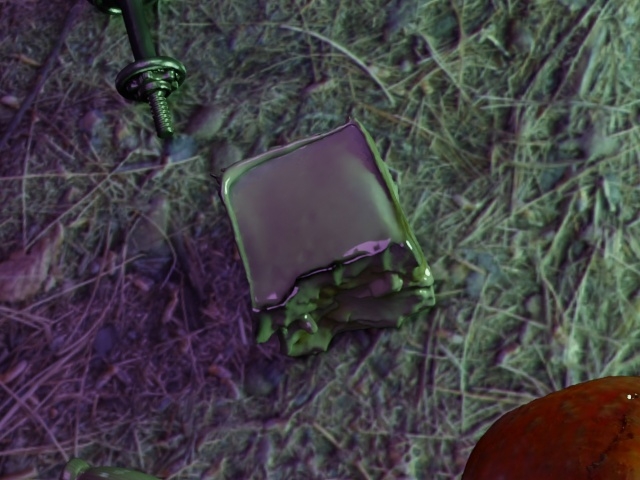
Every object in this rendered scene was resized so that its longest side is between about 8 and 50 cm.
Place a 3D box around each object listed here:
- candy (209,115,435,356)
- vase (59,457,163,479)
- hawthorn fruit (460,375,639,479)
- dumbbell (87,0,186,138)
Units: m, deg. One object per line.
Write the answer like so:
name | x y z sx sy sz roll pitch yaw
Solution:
candy | 0.000 0.000 1.575 0.184 0.137 0.195 -22 61 2
vase | -0.203 0.245 1.555 0.100 0.053 0.053 14 69 23
hawthorn fruit | 0.216 0.250 1.353 0.307 0.276 0.276 -7 63 30
dumbbell | -0.199 -0.226 1.751 0.110 0.110 0.255 -19 70 4
